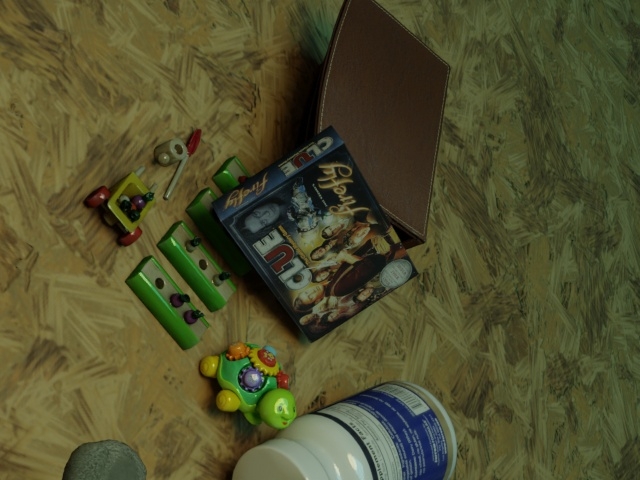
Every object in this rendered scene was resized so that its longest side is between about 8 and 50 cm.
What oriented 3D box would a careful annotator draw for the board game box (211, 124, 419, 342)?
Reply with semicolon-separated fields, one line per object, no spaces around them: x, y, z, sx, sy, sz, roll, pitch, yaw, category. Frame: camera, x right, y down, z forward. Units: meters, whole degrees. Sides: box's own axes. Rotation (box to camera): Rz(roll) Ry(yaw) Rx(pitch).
0.000;0.000;1.248;0.243;0.165;0.042;56;1;-42;board game box

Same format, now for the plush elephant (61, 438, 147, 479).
-0.312;0.277;0.784;0.272;0.255;0.330;37;43;-46;plush elephant

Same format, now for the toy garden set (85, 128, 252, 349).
-0.145;-0.030;1.222;0.204;0.049;0.244;53;43;-20;toy garden set

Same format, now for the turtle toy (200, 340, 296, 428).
-0.071;0.164;1.192;0.095;0.066;0.130;13;36;-46;turtle toy

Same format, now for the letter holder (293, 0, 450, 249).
0.035;-0.151;1.399;0.214;0.152;0.302;34;52;-33;letter holder

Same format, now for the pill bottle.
0.031;0.265;1.229;0.264;0.153;0.153;-11;84;-49;pill bottle
